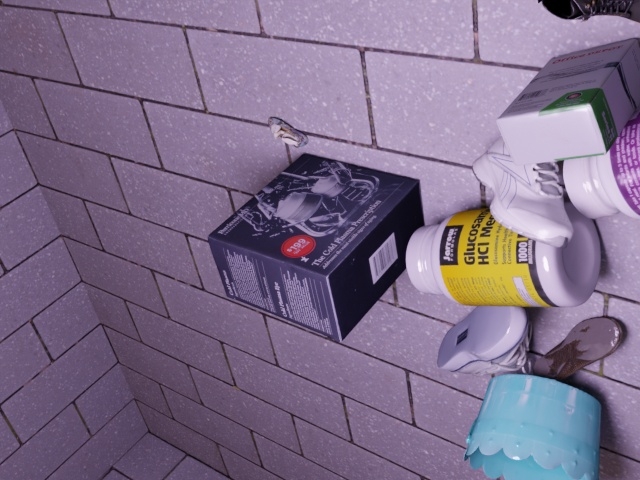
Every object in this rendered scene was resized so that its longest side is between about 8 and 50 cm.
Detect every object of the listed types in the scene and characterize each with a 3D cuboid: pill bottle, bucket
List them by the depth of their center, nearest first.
[{"bbox_3d":[0.522,-0.124,1.120,0.301,0.169,0.169,-17,110,50],"label":"pill bottle"},{"bbox_3d":[0.333,0.031,1.434,0.334,0.188,0.188,-5,120,46],"label":"pill bottle"},{"bbox_3d":[0.454,0.412,1.598,0.281,0.183,0.281,16,155,8],"label":"bucket"}]

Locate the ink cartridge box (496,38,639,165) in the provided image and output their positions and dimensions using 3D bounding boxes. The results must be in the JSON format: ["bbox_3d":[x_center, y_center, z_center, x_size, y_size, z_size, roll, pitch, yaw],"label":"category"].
[{"bbox_3d":[0.386,-0.209,1.147,0.153,0.208,0.087,-3,124,47],"label":"ink cartridge box"}]

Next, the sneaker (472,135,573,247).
[{"bbox_3d":[0.342,-0.099,1.255,0.111,0.297,0.129,16,122,-23],"label":"sneaker"}]

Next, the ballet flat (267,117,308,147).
[{"bbox_3d":[-0.082,-0.243,1.716,0.114,0.041,0.041,31,140,21],"label":"ballet flat"}]

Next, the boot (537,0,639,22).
[{"bbox_3d":[0.413,-0.328,1.068,0.198,0.137,0.077,28,139,23],"label":"boot"}]

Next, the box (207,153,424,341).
[{"bbox_3d":[0.000,0.000,1.603,0.312,0.343,0.179,16,135,34],"label":"box"}]

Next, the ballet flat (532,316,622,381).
[{"bbox_3d":[0.526,0.226,1.541,0.250,0.058,0.084,-55,45,47],"label":"ballet flat"}]

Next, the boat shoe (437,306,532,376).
[{"bbox_3d":[0.381,0.227,1.601,0.156,0.136,0.367,19,154,-6],"label":"boat shoe"}]
